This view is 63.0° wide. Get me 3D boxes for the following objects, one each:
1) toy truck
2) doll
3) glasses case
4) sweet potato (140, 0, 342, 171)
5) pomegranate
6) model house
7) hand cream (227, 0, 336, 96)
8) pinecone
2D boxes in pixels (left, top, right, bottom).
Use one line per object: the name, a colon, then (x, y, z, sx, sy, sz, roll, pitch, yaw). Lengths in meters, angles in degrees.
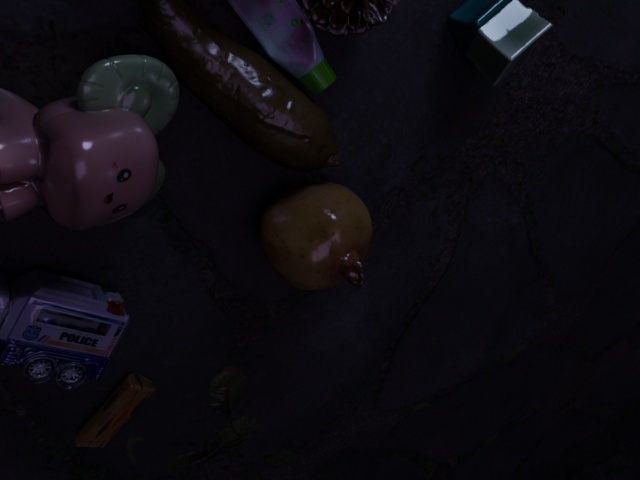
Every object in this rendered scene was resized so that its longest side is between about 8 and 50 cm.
toy truck: (-0.462, 0.124, 0.828, 0.268, 0.124, 0.155, 26, 97, -40)
doll: (-0.331, -0.129, 0.723, 0.268, 0.216, 0.284, -25, 150, -45)
glasses case: (-0.412, 0.341, 1.045, 0.170, 0.041, 0.065, -48, 141, 5)
sweet potato: (-0.120, -0.235, 0.792, 0.130, 0.130, 0.423, -47, 125, 5)
pomegranate: (-0.010, -0.010, 0.950, 0.207, 0.207, 0.207, -14, 125, -21)
model house: (0.313, -0.379, 0.941, 0.100, 0.149, 0.127, -43, 174, -1)
hand cream: (-0.077, -0.336, 0.767, 0.275, 0.050, 0.079, 50, 62, -21)
pinecone: (0.050, -0.378, 0.763, 0.163, 0.165, 0.162, -10, 119, -18)
